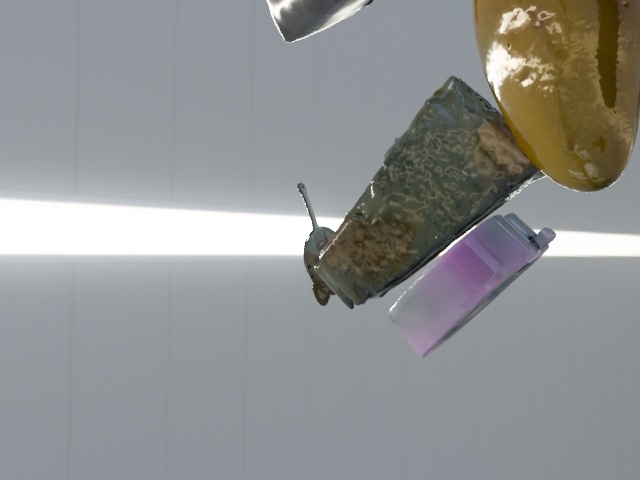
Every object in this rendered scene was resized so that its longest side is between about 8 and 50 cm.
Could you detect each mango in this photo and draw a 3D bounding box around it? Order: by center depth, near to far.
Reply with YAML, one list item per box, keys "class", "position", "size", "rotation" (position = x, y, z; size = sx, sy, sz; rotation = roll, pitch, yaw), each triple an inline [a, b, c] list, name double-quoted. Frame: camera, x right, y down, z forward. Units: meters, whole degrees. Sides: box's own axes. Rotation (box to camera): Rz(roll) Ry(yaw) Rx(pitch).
- class: "mango"
  position: [0.198, -0.162, 0.519]
  size: [0.113, 0.138, 0.253]
  rotation: [2, -108, -37]

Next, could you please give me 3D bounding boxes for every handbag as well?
- class: "handbag"
  position: [-0.023, -0.431, 0.892]
  size: [0.113, 0.285, 0.257]
  rotation: [-30, -77, -15]

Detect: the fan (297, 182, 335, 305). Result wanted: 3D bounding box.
- class: "fan"
  position: [0.000, 0.000, 1.179]
  size: [0.152, 0.008, 0.227]
  rotation: [-32, -73, -56]

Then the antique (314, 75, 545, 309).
- class: "antique"
  position: [0.117, -0.036, 0.745]
  size: [0.150, 0.284, 0.125]
  rotation: [47, -160, 15]

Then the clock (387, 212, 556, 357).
- class: "clock"
  position: [0.280, 0.069, 1.171]
  size: [0.338, 0.338, 0.102]
  rotation: [-26, -112, -43]
